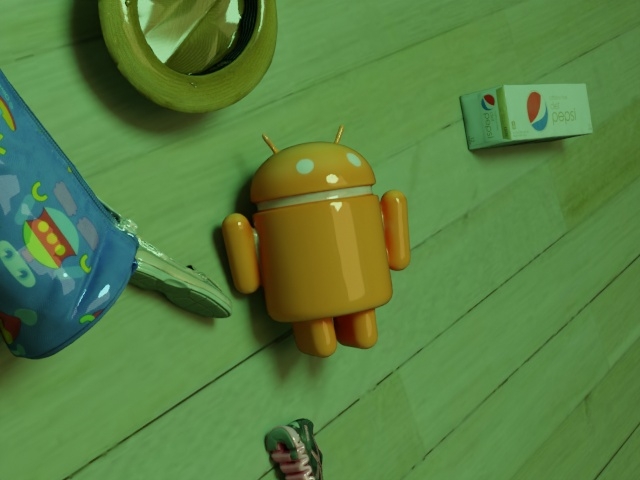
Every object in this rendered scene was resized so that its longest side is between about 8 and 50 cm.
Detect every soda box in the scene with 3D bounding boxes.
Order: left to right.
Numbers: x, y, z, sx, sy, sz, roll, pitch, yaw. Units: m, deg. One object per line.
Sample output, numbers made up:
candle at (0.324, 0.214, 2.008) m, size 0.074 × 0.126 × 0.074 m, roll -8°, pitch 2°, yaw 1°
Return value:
soda box at (0.278, -0.166, 1.350) m, size 0.216 × 0.069 × 0.073 m, roll -10°, pitch 91°, yaw -47°

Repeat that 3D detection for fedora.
fedora at (-0.128, -0.204, 0.916) m, size 0.194 × 0.079 × 0.194 m, roll 0°, pitch 90°, yaw -41°

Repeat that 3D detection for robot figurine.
robot figurine at (-0.002, 0.000, 0.983) m, size 0.128 × 0.158 × 0.219 m, roll -10°, pitch 92°, yaw -70°

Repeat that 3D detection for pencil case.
pencil case at (-0.248, -0.058, 0.732) m, size 0.133 × 0.119 × 0.306 m, roll -37°, pitch 114°, yaw -12°

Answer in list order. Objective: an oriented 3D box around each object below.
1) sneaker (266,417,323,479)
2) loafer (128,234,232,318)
sneaker at (-0.011, 0.230, 1.002) m, size 0.057 × 0.047 × 0.119 m, roll -28°, pitch 106°, yaw -57°
loafer at (-0.126, 0.032, 0.909) m, size 0.125 × 0.045 × 0.039 m, roll 29°, pitch 57°, yaw -37°
